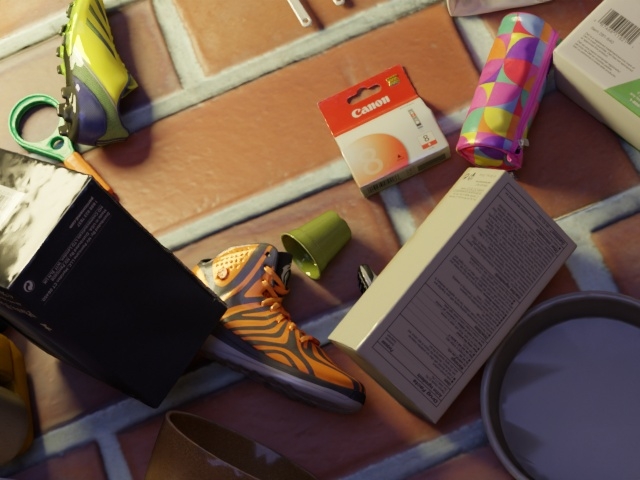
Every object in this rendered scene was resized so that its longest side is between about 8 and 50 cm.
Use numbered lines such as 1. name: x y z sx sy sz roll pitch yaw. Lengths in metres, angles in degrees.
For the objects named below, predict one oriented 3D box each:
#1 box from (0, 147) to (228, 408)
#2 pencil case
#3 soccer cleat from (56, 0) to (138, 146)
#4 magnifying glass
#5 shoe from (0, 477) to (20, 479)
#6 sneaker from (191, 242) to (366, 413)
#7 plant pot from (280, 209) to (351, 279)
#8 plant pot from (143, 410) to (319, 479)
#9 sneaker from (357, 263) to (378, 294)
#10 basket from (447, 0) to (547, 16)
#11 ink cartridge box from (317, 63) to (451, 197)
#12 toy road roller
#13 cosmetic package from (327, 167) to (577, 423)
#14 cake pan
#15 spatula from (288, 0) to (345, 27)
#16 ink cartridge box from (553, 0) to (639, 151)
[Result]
1. box: -0.334 0.046 1.746 0.296 0.294 0.182 17 67 48
2. pencil case: 0.274 -0.208 1.890 0.104 0.104 0.236 13 72 16
3. soccer cleat: -0.346 -0.271 2.062 0.121 0.093 0.289 5 61 -19
4. magnifying glass: -0.398 -0.141 2.042 0.092 0.026 0.231 -42 65 -7
5. shoe: -0.473 0.368 1.828 0.178 0.063 0.081 6 65 9
6. sneaker: -0.056 0.106 1.816 0.321 0.124 0.180 24 76 19
7. plant pot: 0.000 0.000 1.879 0.079 0.083 0.083 -39 66 -20
8. plant pot: -0.145 0.384 1.686 0.237 0.237 0.254 26 91 20
9. sneaker: 0.089 0.077 1.850 0.044 0.040 0.109 -25 68 -17
10. basket: 0.263 -0.414 1.966 0.167 0.113 0.103 -9 65 7
11. ink cartridge box: 0.090 -0.170 1.941 0.145 0.045 0.179 -26 68 0
12. toy road roller: -0.562 0.179 1.857 0.241 0.202 0.329 -26 60 14
13. cosmetic package: 0.176 0.068 1.753 0.160 0.113 0.309 45 80 -18
14. cake pan: 0.357 0.211 1.728 0.293 0.054 0.293 -4 68 10
15. spatula: -0.020 -0.447 2.092 0.168 0.019 0.242 -27 67 -6
16. ink cartridge box: 0.496 -0.278 1.861 0.278 0.117 0.201 -45 67 -7
